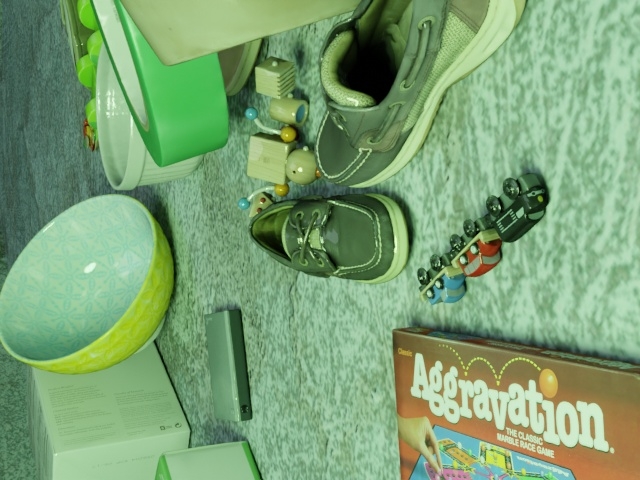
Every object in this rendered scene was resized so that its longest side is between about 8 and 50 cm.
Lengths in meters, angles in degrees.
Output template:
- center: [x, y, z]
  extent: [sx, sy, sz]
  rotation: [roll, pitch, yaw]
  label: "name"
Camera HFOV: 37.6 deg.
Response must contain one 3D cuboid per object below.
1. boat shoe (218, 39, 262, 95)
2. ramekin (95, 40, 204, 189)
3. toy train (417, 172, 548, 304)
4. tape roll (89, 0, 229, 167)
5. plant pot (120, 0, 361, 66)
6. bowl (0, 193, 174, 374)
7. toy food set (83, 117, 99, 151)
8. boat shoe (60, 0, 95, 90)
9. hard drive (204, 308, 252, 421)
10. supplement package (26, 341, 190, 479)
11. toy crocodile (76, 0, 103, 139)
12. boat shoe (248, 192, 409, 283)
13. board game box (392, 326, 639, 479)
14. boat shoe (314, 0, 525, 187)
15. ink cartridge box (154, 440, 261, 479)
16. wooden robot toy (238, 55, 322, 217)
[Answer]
- center: [-0.120, -0.324, 0.995]
  extent: [0.122, 0.110, 0.341]
  rotation: [-143, 53, -59]
  label: "boat shoe"
- center: [-0.225, -0.172, 1.254]
  extent: [0.207, 0.109, 0.207]
  rotation: [176, 90, -66]
  label: "ramekin"
- center: [0.110, 0.006, 0.653]
  extent: [0.036, 0.027, 0.158]
  rotation: [64, 149, 18]
  label: "toy train"
- center: [-0.187, -0.239, 0.990]
  extent: [0.321, 0.077, 0.321]
  rotation: [161, 90, -78]
  label: "tape roll"
- center: [-0.077, -0.294, 0.723]
  extent: [0.323, 0.323, 0.280]
  rotation: [11, 119, 65]
  label: "plant pot"
- center: [-0.324, 0.091, 1.417]
  extent: [0.156, 0.289, 0.289]
  rotation: [50, -174, -45]
  label: "bowl"
- center: [-0.450, -0.214, 1.842]
  extent: [0.083, 0.020, 0.082]
  rotation: [-179, 85, -65]
  label: "toy food set"
- center: [-0.385, -0.403, 1.559]
  extent: [0.103, 0.113, 0.302]
  rotation: [44, 134, 48]
  label: "boat shoe"
- center: [-0.116, 0.155, 1.173]
  extent: [0.094, 0.022, 0.135]
  rotation: [162, 102, -65]
  label: "hard drive"
- center: [-0.343, 0.295, 1.479]
  extent: [0.262, 0.199, 0.198]
  rotation: [-125, 38, -48]
  label: "supplement package"
- center: [-0.321, -0.279, 1.473]
  extent: [0.340, 0.105, 0.115]
  rotation: [111, 145, -52]
  label: "toy crocodile"
- center: [0.000, -0.001, 0.832]
  extent: [0.223, 0.073, 0.080]
  rotation: [-173, 79, -65]
  label: "boat shoe"
- center: [0.130, 0.141, 0.630]
  extent: [0.281, 0.027, 0.145]
  rotation: [180, 88, -66]
  label: "board game box"
- center: [0.043, -0.125, 0.694]
  extent: [0.285, 0.092, 0.102]
  rotation: [134, 126, -60]
  label: "boat shoe"
- center: [-0.138, 0.415, 1.150]
  extent: [0.201, 0.117, 0.278]
  rotation: [-118, 34, -42]
  label: "ink cartridge box"
- center: [-0.025, -0.087, 0.912]
  extent: [0.079, 0.076, 0.173]
  rotation: [19, 116, 25]
  label: "wooden robot toy"
